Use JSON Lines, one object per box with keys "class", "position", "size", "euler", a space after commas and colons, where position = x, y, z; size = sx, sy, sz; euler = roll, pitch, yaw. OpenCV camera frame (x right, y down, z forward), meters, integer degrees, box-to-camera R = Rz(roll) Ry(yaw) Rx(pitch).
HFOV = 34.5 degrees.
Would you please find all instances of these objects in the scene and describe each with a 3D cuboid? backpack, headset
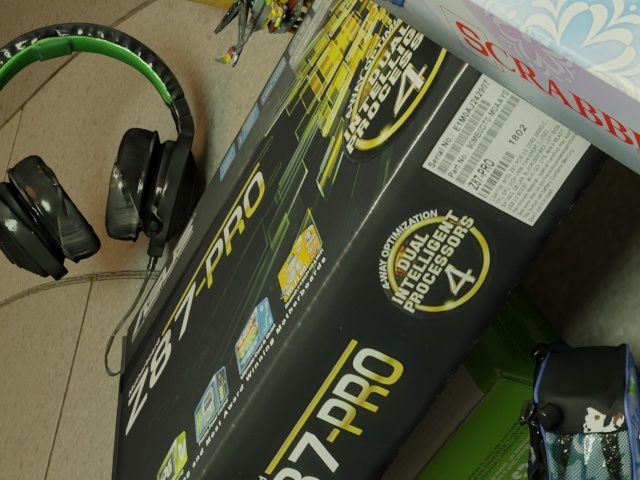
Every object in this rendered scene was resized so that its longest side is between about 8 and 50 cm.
{"class": "backpack", "position": [0.150, 0.120, 0.534], "size": [0.084, 0.105, 0.114], "euler": [-1, 104, 16]}
{"class": "headset", "position": [-0.233, -0.039, 1.076], "size": [0.185, 0.243, 0.394], "euler": [153, 101, -80]}

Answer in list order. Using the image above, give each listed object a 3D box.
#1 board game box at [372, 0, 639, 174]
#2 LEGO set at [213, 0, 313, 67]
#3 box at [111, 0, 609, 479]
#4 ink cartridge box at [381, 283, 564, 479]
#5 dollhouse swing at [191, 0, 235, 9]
{"class": "board game box", "position": [0.174, -0.173, 0.357], "size": [0.318, 0.066, 0.318], "euler": [-47, 52, -2]}
{"class": "LEGO set", "position": [-0.004, -0.322, 0.908], "size": [0.255, 0.192, 0.331], "euler": [-37, 46, 41]}
{"class": "box", "position": [0.000, 0.000, 0.619], "size": [0.395, 0.097, 0.318], "euler": [-58, 18, 18]}
{"class": "ink cartridge box", "position": [0.040, 0.127, 0.704], "size": [0.255, 0.097, 0.189], "euler": [-57, 35, 23]}
{"class": "dollhouse swing", "position": [-0.140, -0.478, 1.090], "size": [0.347, 0.305, 0.315], "euler": [-50, 38, 31]}
